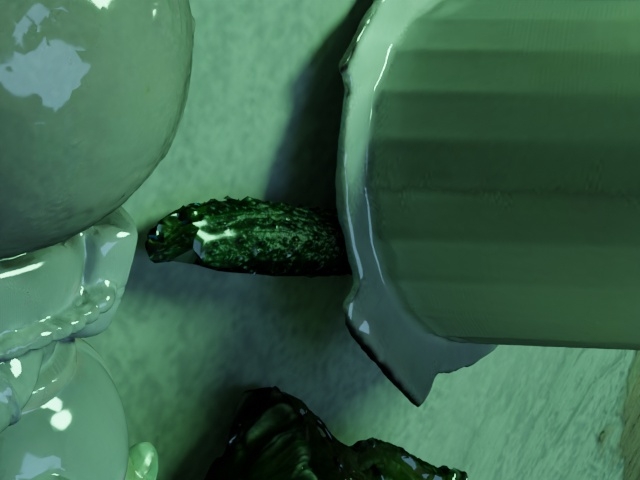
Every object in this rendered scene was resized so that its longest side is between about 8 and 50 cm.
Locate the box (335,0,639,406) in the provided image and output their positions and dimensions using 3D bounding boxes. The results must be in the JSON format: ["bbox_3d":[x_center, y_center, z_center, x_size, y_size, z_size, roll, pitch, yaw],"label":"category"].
[{"bbox_3d":[0.172,-0.034,0.717,0.291,0.206,0.262,-8,101,-51],"label":"box"}]

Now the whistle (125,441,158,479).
[{"bbox_3d":[-0.097,0.202,0.634,0.102,0.106,0.253,-21,128,-19],"label":"whistle"}]

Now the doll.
[{"bbox_3d":[-0.119,0.007,0.458,0.151,0.151,0.287,-28,134,-43],"label":"doll"}]

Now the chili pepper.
[{"bbox_3d":[-0.003,0.172,0.729,0.148,0.116,0.264,-68,161,-7],"label":"chili pepper"}]

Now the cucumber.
[{"bbox_3d":[0.001,0.001,0.697,0.257,0.043,0.044,4,101,-53],"label":"cucumber"}]
